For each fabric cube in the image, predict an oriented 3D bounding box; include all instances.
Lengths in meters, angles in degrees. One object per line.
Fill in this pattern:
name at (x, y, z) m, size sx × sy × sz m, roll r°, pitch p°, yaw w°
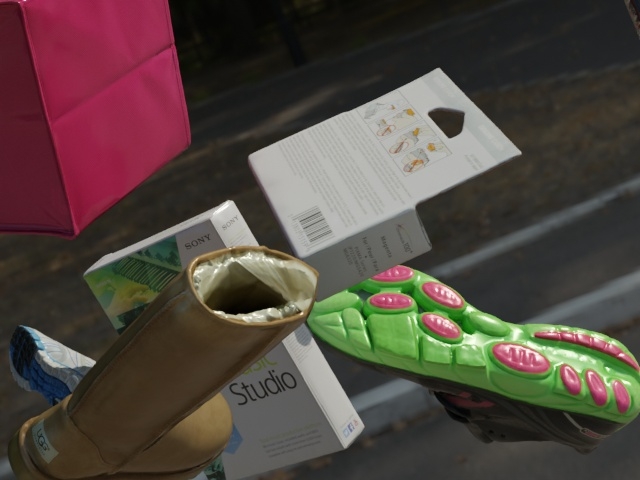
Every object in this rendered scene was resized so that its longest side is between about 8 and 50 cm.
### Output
fabric cube at (-0.322, -0.168, 1.578) m, size 0.254 × 0.259 × 0.258 m, roll 2°, pitch 26°, yaw 24°

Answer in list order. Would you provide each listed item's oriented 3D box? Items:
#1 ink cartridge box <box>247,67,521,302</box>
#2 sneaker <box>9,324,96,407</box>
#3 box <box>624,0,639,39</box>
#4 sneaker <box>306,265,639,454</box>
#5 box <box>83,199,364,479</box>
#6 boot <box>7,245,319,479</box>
ink cartridge box at (0.063, -0.066, 1.530) m, size 0.239 × 0.060 × 0.275 m, roll -24°, pitch 28°, yaw -2°
sneaker at (-0.324, 0.166, 1.864) m, size 0.083 × 0.071 × 0.190 m, roll -2°, pitch 27°, yaw -44°
box at (0.405, -0.284, 1.722) m, size 0.094 × 0.137 × 0.027 m, roll -17°, pitch -10°, yaw -11°
sneaker at (0.197, 0.187, 2.039) m, size 0.482 × 0.202 × 0.185 m, roll 20°, pitch 42°, yaw 3°
box at (-0.120, 0.132, 1.778) m, size 0.232 × 0.322 × 0.058 m, roll -23°, pitch 11°, yaw 38°
boot at (-0.088, 0.102, 1.147) m, size 0.236 × 0.089 × 0.269 m, roll -12°, pitch -25°, yaw -51°
